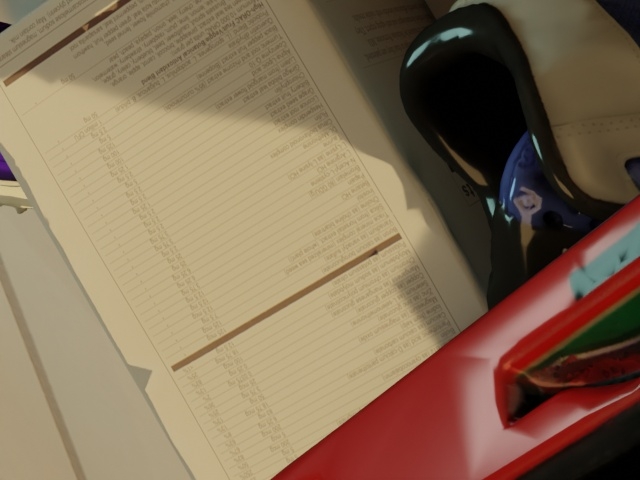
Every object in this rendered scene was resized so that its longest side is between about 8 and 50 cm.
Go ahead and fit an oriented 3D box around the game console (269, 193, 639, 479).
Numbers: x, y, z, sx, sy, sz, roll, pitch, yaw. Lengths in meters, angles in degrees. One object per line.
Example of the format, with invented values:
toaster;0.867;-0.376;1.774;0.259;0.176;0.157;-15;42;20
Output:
game console;0.187;0.092;0.505;0.342;0.060;0.386;19;146;-20

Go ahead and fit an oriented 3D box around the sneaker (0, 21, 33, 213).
sneaker;-0.101;-0.077;0.854;0.293;0.102;0.146;25;136;28

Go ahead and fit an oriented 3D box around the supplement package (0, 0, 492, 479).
supplement package;0.000;0.000;0.685;0.139;0.134;0.244;-30;89;22

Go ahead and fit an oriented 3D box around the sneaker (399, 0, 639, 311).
sneaker;0.146;-0.005;0.519;0.315;0.182;0.127;28;143;30
